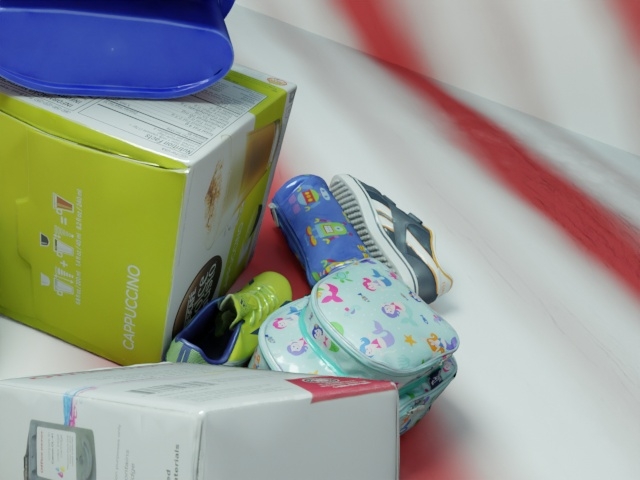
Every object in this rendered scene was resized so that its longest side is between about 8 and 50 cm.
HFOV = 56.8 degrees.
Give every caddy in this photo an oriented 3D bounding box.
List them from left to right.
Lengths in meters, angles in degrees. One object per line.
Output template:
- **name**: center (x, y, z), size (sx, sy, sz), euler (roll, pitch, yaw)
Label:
- **caddy**: center (-0.238, -0.298, 0.650), size (0.341, 0.241, 0.179), euler (-4, 46, -28)

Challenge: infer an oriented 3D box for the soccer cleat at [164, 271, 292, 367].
- **soccer cleat**: center (-0.109, 0.110, 0.827), size (0.093, 0.121, 0.289), euler (25, 33, 13)

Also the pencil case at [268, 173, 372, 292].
- **pencil case**: center (0.000, 0.000, 1.043), size (0.133, 0.120, 0.306), euler (-3, 37, -22)

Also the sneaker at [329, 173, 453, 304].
- **sneaker**: center (0.124, -0.003, 1.104), size (0.127, 0.126, 0.321), euler (-8, 50, -27)

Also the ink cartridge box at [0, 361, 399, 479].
- **ink cartridge box**: center (-0.116, 0.183, 0.519), size (0.306, 0.131, 0.226), euler (-8, -10, 40)

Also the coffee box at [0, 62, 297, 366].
- **coffee box**: center (-0.275, -0.079, 0.835), size (0.338, 0.338, 0.334), euler (21, 33, 6)

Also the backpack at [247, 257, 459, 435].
- **backpack**: center (0.039, 0.156, 0.773), size (0.253, 0.191, 0.225), euler (-22, 55, -39)
